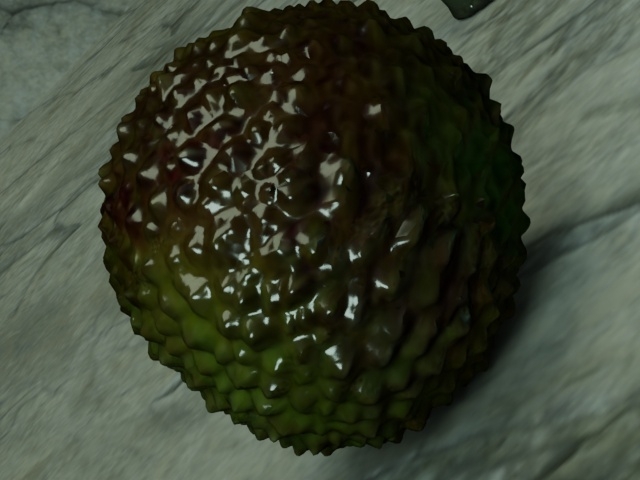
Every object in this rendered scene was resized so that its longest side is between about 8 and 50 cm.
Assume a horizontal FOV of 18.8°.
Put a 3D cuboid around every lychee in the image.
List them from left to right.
[{"bbox_3d":[0.000,0.000,0.673,0.171,0.171,0.171,-43,15,14],"label":"lychee"}]

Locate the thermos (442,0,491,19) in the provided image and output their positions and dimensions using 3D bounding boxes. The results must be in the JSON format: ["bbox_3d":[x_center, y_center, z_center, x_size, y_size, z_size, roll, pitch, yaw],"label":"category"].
[{"bbox_3d":[0.034,-0.211,1.049,0.073,0.188,0.083,-47,16,-3],"label":"thermos"}]
